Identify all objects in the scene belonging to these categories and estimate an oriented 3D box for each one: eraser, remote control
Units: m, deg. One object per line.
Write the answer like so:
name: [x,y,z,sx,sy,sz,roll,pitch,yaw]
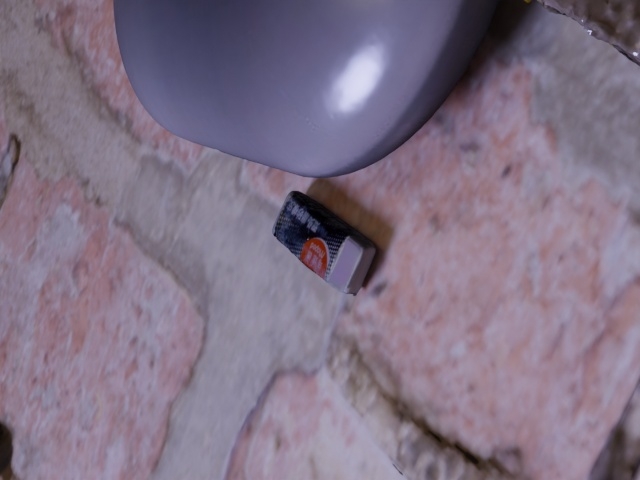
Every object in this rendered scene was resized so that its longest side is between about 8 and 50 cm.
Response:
eraser: [0.000,0.000,0.930,0.099,0.019,0.027,39,108,59]
remote control: [-0.012,-0.146,0.944,0.332,0.103,0.221,21,99,62]

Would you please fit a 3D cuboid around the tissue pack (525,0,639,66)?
tissue pack: [0.132,-0.139,0.660,0.169,0.082,0.120,-59,3,12]
